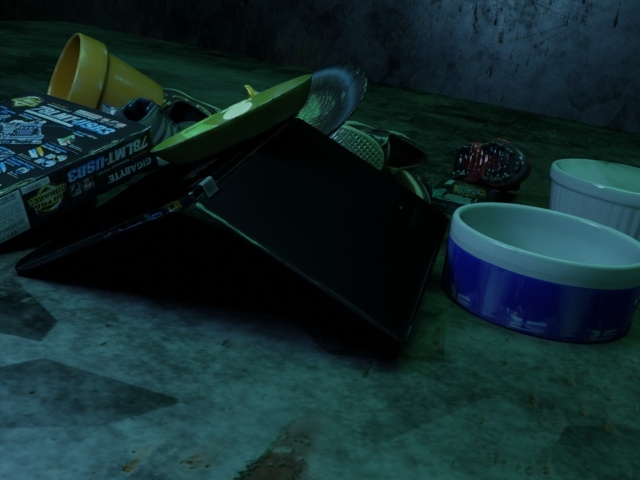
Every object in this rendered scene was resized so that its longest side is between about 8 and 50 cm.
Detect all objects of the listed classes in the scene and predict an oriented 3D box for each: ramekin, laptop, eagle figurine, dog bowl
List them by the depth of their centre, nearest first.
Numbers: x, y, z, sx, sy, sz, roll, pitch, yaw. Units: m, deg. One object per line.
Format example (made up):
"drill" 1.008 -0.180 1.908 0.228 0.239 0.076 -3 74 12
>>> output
"laptop" -0.086 -0.003 1.049 0.407 0.237 0.382 -19 15 23
"dog bowl" 0.302 0.036 1.099 0.264 0.104 0.265 8 17 -3
"eagle figurine" -0.054 -0.174 1.361 0.226 0.225 0.298 8 20 42
"ramekin" 0.538 -0.054 1.452 0.272 0.127 0.273 9 18 -3

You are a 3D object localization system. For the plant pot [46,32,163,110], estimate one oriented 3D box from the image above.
"plant pot" -0.422 -0.277 1.593 0.187 0.205 0.205 17 11 -32

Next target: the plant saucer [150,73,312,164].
"plant saucer" -0.114 -0.158 1.093 0.240 0.037 0.241 -23 15 6

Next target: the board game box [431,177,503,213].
"board game box" 0.281 -0.083 1.578 0.126 0.026 0.186 15 19 18

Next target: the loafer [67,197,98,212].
"loafer" -0.383 -0.052 1.150 0.125 0.039 0.045 7 -26 -7

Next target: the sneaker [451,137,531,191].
"sneaker" 0.381 -0.154 1.675 0.135 0.098 0.276 10 2 -14

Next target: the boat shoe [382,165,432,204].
"boat shoe" 0.168 -0.092 1.464 0.073 0.080 0.223 0 15 -11

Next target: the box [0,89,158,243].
"box" -0.432 -0.110 1.113 0.295 0.073 0.293 21 37 34

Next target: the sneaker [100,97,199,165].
"sneaker" -0.306 -0.205 1.508 0.111 0.121 0.300 17 19 22

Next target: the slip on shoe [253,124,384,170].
"slip on shoe" -0.037 -0.184 1.601 0.331 0.123 0.101 7 12 5

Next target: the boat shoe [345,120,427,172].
"boat shoe" 0.115 -0.194 1.721 0.285 0.103 0.092 1 14 -41

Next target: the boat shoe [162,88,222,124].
"boat shoe" -0.325 -0.297 1.848 0.227 0.081 0.068 17 15 17
